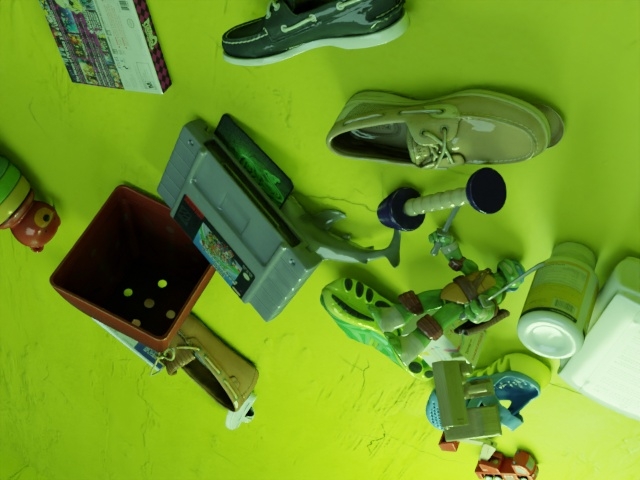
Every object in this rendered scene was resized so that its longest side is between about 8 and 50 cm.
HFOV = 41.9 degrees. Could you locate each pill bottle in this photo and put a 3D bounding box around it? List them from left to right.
[{"bbox_3d":[0.384,0.090,1.332,0.103,0.184,0.103,18,139,16],"label":"pill bottle"}]

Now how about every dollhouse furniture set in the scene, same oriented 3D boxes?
[{"bbox_3d":[0.230,0.299,1.538,0.123,0.144,0.151,-19,163,41],"label":"dollhouse furniture set"}]

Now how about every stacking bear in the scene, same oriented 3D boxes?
[{"bbox_3d":[-0.714,-0.096,1.877,0.164,0.175,0.289,-19,127,41],"label":"stacking bear"}]

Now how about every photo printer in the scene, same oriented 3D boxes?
[{"bbox_3d":[0.551,0.188,1.388,0.256,0.107,0.307,23,141,10],"label":"photo printer"}]

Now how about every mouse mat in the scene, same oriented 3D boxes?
[{"bbox_3d":[-0.137,-0.127,1.542,0.189,0.007,0.152,45,141,7],"label":"mouse mat"}]

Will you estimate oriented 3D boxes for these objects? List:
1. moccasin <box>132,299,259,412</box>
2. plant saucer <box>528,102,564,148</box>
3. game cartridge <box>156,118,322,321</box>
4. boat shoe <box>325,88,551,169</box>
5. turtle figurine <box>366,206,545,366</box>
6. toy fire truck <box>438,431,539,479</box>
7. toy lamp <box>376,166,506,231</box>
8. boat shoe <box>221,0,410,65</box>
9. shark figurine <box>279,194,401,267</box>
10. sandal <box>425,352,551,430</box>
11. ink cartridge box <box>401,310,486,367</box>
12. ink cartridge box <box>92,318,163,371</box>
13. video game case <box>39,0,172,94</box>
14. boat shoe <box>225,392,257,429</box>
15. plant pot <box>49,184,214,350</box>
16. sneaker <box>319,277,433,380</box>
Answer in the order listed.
[{"bbox_3d":[-0.330,0.274,2.015,0.380,0.147,0.139,43,140,-14],"label":"moccasin"},{"bbox_3d":[0.319,-0.172,1.233,0.083,0.015,0.083,19,140,17],"label":"plant saucer"},{"bbox_3d":[-0.166,-0.029,1.577,0.355,0.068,0.230,49,138,10],"label":"game cartridge"},{"bbox_3d":[0.172,-0.151,1.264,0.341,0.110,0.121,7,133,32],"label":"boat shoe"},{"bbox_3d":[0.206,0.067,1.392,0.198,0.266,0.274,58,180,21],"label":"turtle figurine"},{"bbox_3d":[0.373,0.475,1.852,0.192,0.047,0.135,-9,125,38],"label":"toy fire truck"},{"bbox_3d":[0.183,-0.059,1.351,0.080,0.080,0.275,46,158,-17],"label":"toy lamp"},{"bbox_3d":[-0.021,-0.329,1.222,0.303,0.114,0.091,-7,129,22],"label":"boat shoe"},{"bbox_3d":[0.021,0.020,1.553,0.278,0.116,0.166,21,141,15],"label":"shark figurine"},{"bbox_3d":[0.313,0.329,1.669,0.126,0.138,0.317,37,142,-10],"label":"sandal"},{"bbox_3d":[0.243,0.186,1.597,0.143,0.092,0.090,45,138,-18],"label":"ink cartridge box"},{"bbox_3d":[-0.494,0.242,2.141,0.223,0.045,0.224,42,167,-13],"label":"ink cartridge box"},{"bbox_3d":[-0.382,-0.370,1.455,0.210,0.042,0.232,10,136,24],"label":"video game case"},{"bbox_3d":[-0.202,0.446,2.187,0.063,0.066,0.184,26,131,8],"label":"boat shoe"},{"bbox_3d":[-0.373,0.090,1.784,0.267,0.267,0.235,26,153,8],"label":"plant pot"},{"bbox_3d":[0.123,0.170,1.671,0.295,0.109,0.123,39,166,-14],"label":"sneaker"}]
